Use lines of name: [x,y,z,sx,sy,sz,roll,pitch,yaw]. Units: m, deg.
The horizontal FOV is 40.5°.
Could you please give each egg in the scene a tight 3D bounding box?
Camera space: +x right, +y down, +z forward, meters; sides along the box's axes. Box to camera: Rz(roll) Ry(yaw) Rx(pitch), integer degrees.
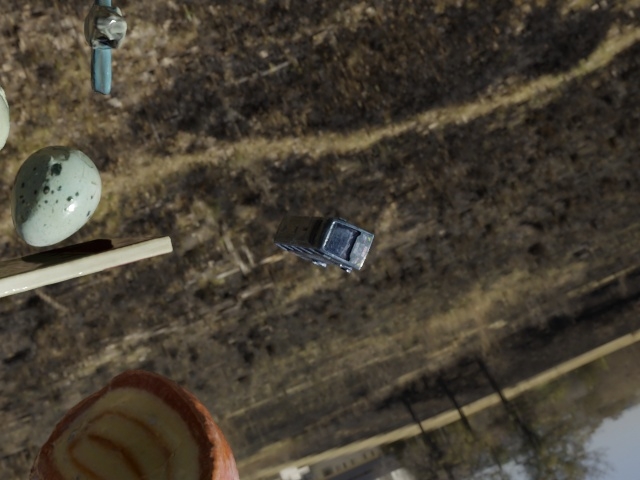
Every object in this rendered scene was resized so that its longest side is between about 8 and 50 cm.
egg: [-0.406,-0.068,1.321,0.131,0.164,0.131,12,147,8]

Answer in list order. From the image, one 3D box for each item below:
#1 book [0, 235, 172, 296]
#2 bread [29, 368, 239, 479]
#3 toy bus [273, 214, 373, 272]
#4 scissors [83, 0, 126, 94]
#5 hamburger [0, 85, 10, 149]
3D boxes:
book: [-0.280,0.029,0.828,0.162,0.022,0.232,-3,-170,45]
bread: [-0.181,0.254,0.915,0.190,0.244,0.123,-49,145,-22]
toy bus: [0.000,0.000,0.971,0.065,0.047,0.166,25,173,-19]
scissors: [-0.224,-0.218,0.900,0.041,0.137,0.289,3,-170,-15]
hamburger: [-0.435,-0.137,1.060,0.140,0.062,0.133,-42,165,-54]
